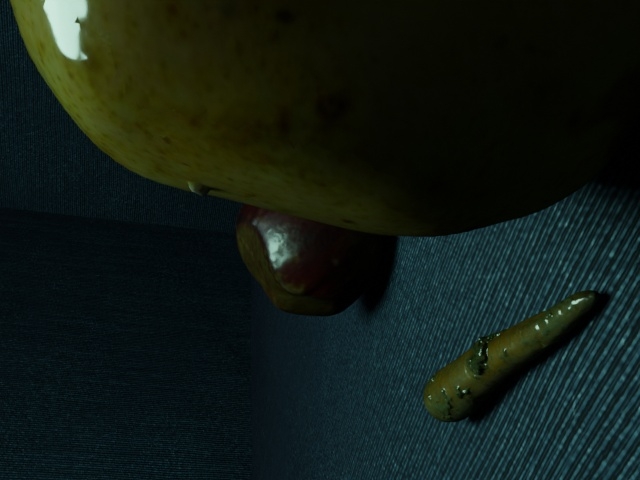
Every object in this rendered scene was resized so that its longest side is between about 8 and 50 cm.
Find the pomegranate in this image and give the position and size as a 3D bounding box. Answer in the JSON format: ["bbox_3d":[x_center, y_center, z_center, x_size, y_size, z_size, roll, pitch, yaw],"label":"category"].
[{"bbox_3d":[0.017,-0.191,0.452,0.416,0.416,0.417,-174,90,-80],"label":"pomegranate"}]

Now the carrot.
[{"bbox_3d":[0.139,0.092,0.583,0.254,0.049,0.049,121,154,-57],"label":"carrot"}]

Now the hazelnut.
[{"bbox_3d":[0.000,0.000,1.047,0.234,0.218,0.218,25,109,60],"label":"hazelnut"}]
